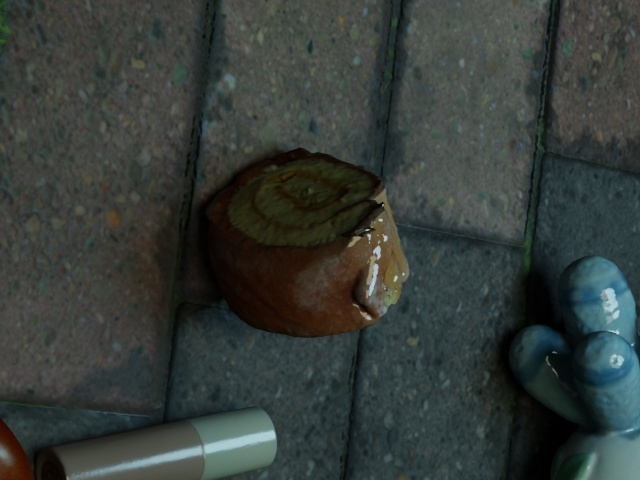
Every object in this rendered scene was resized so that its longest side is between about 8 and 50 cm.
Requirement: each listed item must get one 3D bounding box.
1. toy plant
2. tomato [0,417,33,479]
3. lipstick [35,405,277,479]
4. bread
[{"bbox_3d":[0.362,0.179,2.123,0.247,0.247,0.332,-17,99,-35],"label":"toy plant"},{"bbox_3d":[-0.395,0.230,1.554,0.298,0.298,0.226,-20,62,-35],"label":"tomato"},{"bbox_3d":[-0.167,0.226,1.821,0.254,0.070,0.070,-8,95,-36],"label":"lipstick"},{"bbox_3d":[-0.009,0.007,1.844,0.190,0.244,0.123,-35,121,-24],"label":"bread"}]
